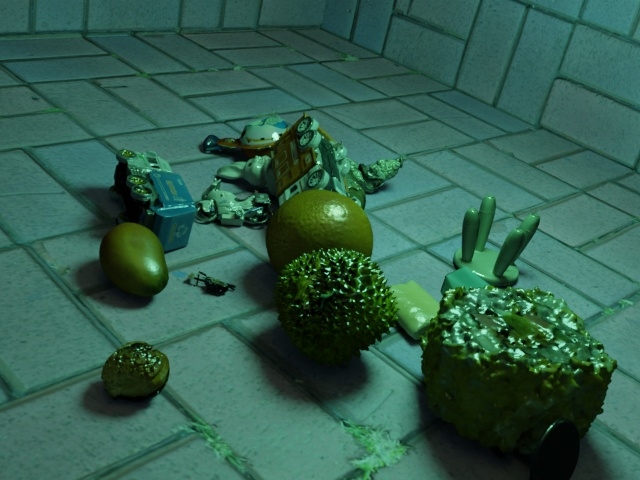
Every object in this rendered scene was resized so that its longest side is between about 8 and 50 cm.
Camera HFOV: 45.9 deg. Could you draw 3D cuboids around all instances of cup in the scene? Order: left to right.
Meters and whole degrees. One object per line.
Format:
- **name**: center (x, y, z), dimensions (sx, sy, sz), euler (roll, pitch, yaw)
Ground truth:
- **cup**: center (0.397, 0.173, 1.909), dimensions (0.148, 0.134, 0.235), euler (3, 26, -24)

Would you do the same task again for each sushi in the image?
- **sushi**: center (0.412, 0.271, 1.612), dimensions (0.397, 0.240, 0.351), euler (3, 29, -23)

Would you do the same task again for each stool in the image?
- **stool**: center (0.501, 0.004, 2.174), dimensions (0.195, 0.198, 0.195), euler (27, 33, 23)

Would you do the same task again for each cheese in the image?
- **cheese**: center (-0.230, -0.335, 2.557), dimensions (0.330, 0.129, 0.217), euler (-3, 22, 9)

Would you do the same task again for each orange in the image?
- **orange**: center (0.000, 0.000, 1.907), dimensions (0.274, 0.274, 0.274), euler (10, 29, -5)

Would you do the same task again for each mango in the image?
- **mango**: center (-0.442, 0.048, 1.787), dimensions (0.152, 0.120, 0.221), euler (0, 38, -24)

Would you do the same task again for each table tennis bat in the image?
- **table tennis bat**: center (0.427, 0.441, 1.440), dimensions (0.236, 0.150, 0.027), euler (-37, 29, -28)

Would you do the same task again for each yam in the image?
- **yam**: center (0.046, -0.157, 2.333), dimensions (0.154, 0.153, 0.254), euler (0, 29, -23)

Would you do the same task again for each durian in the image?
- **durian**: center (0.029, 0.144, 1.667), dimensions (0.291, 0.291, 0.224), euler (20, -6, 13)

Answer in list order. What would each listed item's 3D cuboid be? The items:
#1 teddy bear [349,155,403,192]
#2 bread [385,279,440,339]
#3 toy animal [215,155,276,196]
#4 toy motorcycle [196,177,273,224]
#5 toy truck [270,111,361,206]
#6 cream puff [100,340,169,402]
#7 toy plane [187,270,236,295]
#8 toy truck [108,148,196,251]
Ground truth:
- **teddy bear**: center (0.181, -0.216, 2.520), dimensions (0.213, 0.111, 0.133), euler (-9, -7, -4)
- **bread**: center (0.238, 0.174, 1.900), dimensions (0.140, 0.060, 0.178), euler (-8, 35, -33)
- **toy animal**: center (-0.216, -0.226, 2.372), dimensions (0.221, 0.130, 0.103), euler (18, 43, 15)
- **toy motorcycle**: center (-0.248, -0.108, 2.179), dimensions (0.221, 0.102, 0.150), euler (3, 51, -11)
- **toy truck**: center (-0.031, -0.175, 2.180), dimensions (0.173, 0.207, 0.387), euler (39, 26, -35)
- **cream puff**: center (-0.361, 0.251, 1.477), dimensions (0.133, 0.104, 0.119), euler (-4, 40, -27)
- **toy plane**: center (-0.269, 0.104, 1.849), dimensions (0.121, 0.031, 0.049), euler (17, 23, 4)
- **toy truck**: center (-0.460, -0.110, 2.042), dimensions (0.175, 0.146, 0.367), euler (5, 31, -30)
